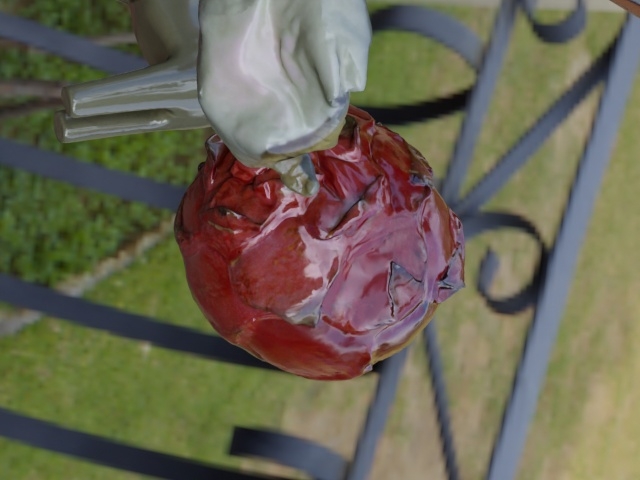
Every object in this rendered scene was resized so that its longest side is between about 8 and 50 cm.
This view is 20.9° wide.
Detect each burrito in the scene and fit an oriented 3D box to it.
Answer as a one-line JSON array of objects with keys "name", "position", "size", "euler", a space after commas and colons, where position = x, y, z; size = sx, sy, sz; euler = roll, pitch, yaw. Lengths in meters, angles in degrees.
[{"name": "burrito", "position": [-0.012, -0.095, 0.387], "size": [0.041, 0.045, 0.185], "euler": [17, 49, -27]}]

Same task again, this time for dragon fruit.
[{"name": "dragon fruit", "position": [0.000, 0.000, 1.072], "size": [0.209, 0.172, 0.172], "euler": [41, 61, -42]}]

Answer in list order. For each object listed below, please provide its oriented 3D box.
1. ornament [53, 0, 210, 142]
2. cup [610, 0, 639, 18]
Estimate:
[{"name": "ornament", "position": [-0.111, -0.187, 1.326], "size": [0.245, 0.230, 0.061], "euler": [-9, 150, -27]}, {"name": "cup", "position": [0.284, -0.210, 1.073], "size": [0.212, 0.317, 0.212], "euler": [-53, 168, -16]}]
